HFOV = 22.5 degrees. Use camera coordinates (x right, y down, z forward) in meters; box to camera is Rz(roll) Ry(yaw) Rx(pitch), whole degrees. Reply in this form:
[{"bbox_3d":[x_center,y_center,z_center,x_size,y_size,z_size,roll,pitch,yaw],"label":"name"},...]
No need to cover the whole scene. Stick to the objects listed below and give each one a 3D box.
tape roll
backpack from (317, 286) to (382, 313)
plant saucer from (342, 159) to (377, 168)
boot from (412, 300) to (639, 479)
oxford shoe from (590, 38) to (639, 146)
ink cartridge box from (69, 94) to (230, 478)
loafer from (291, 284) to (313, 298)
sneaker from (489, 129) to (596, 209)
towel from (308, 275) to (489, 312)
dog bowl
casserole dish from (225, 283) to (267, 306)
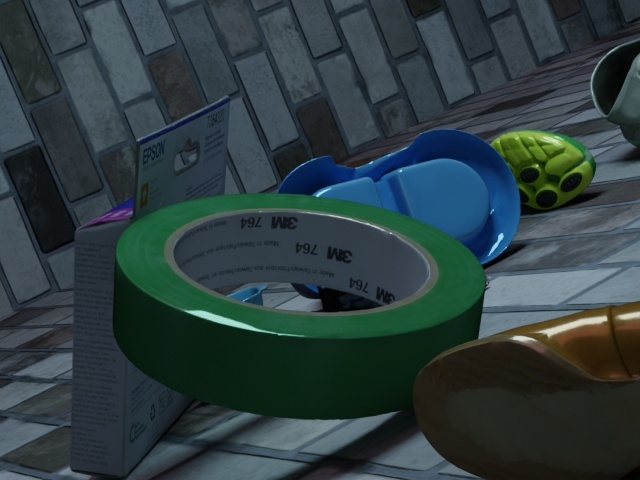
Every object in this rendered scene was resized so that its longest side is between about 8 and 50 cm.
[{"bbox_3d":[-0.020,0.049,1.402,0.321,0.077,0.321,5,22,-2],"label":"tape roll"},{"bbox_3d":[0.053,0.034,1.626,0.114,0.084,0.105,-17,8,-3],"label":"backpack"},{"bbox_3d":[0.098,-0.068,2.217,0.198,0.036,0.198,9,25,-4],"label":"plant saucer"},{"bbox_3d":[0.226,0.076,1.021,0.295,0.104,0.211,-10,9,41],"label":"boot"},{"bbox_3d":[0.466,-0.207,1.971,0.169,0.130,0.449,-60,14,-14],"label":"oxford shoe"},{"bbox_3d":[-0.170,0.031,1.631,0.071,0.330,0.324,5,13,11],"label":"ink cartridge box"},{"bbox_3d":[0.032,0.017,1.981,0.111,0.112,0.319,-24,-2,28],"label":"loafer"},{"bbox_3d":[0.274,-0.104,2.077,0.123,0.109,0.295,-29,9,-18],"label":"sneaker"},{"bbox_3d":[0.022,0.098,1.697,0.275,0.031,0.199,-15,8,37],"label":"towel"},{"bbox_3d":[0.079,-0.022,1.820,0.297,0.166,0.074,-15,-12,-18],"label":"dog bowl"},{"bbox_3d":[-0.150,0.110,2.102,0.188,0.037,0.114,-24,8,-6],"label":"casserole dish"}]
